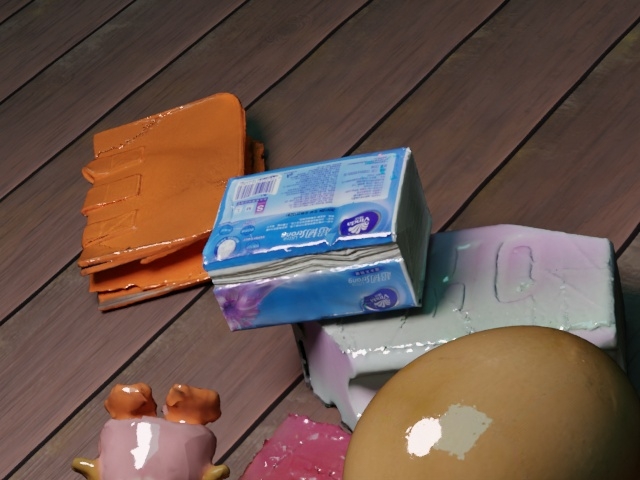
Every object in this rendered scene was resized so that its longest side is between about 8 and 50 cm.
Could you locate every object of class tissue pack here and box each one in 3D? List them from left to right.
[{"bbox_3d":[0.000,0.000,1.954,0.263,0.146,0.198,-8,36,17],"label":"tissue pack"}]

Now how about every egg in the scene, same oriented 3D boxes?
[{"bbox_3d":[0.199,0.252,1.653,0.374,0.301,0.301,-23,33,-28],"label":"egg"}]

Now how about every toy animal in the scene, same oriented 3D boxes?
[{"bbox_3d":[-0.206,0.318,1.767,0.195,0.169,0.281,0,48,6],"label":"toy animal"}]

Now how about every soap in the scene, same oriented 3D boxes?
[{"bbox_3d":[-0.028,0.351,1.789,0.182,0.112,0.289,5,42,34],"label":"soap"},{"bbox_3d":[0.176,0.113,1.982,0.446,0.156,0.261,-8,36,16],"label":"soap"}]

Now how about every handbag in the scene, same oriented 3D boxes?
[{"bbox_3d":[-0.244,-0.069,2.464,0.303,0.116,0.410,-17,34,8],"label":"handbag"}]
